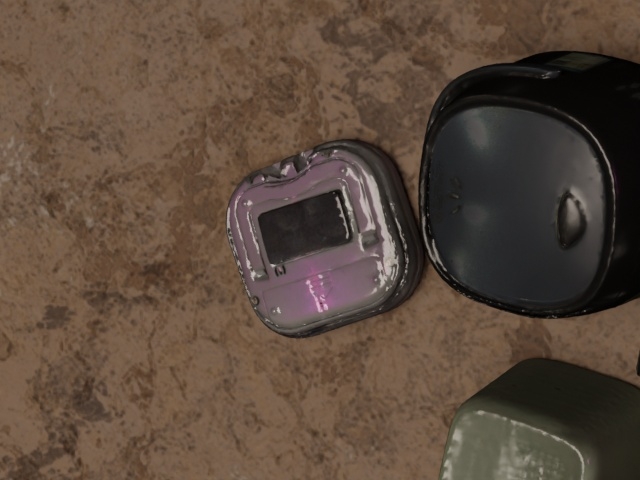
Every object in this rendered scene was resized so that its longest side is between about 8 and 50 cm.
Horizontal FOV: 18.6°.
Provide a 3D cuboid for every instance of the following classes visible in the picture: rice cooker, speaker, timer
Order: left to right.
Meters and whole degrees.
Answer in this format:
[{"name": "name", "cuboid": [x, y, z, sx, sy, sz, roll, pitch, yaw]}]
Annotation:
[{"name": "timer", "cuboid": [0.000, 0.000, 2.087, 0.209, 0.069, 0.190, -21, 85, 29]}, {"name": "speaker", "cuboid": [0.197, 0.335, 1.969, 0.183, 0.184, 0.406, 17, 105, 23]}, {"name": "rice cooker", "cuboid": [0.230, -0.056, 1.860, 0.267, 0.224, 0.267, 12, 112, 32]}]

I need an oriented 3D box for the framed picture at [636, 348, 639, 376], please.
[{"name": "framed picture", "cuboid": [0.478, 0.026, 1.783, 0.347, 0.016, 0.265, 7, 102, -3]}]
